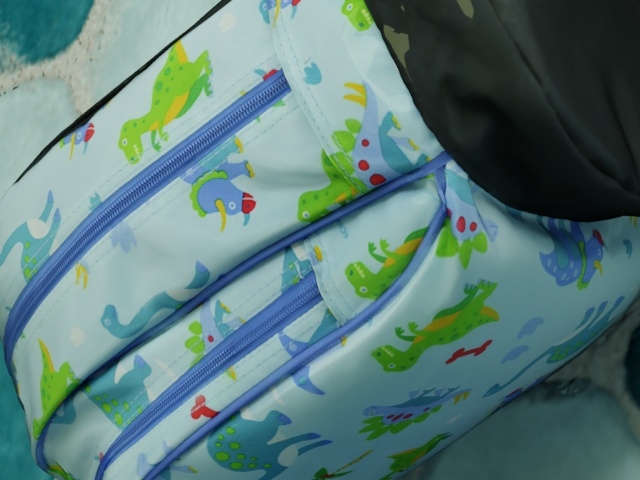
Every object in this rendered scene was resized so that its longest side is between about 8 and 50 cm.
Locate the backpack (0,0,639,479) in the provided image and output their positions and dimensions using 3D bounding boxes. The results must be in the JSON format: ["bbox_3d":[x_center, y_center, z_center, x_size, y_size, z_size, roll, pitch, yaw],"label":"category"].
[{"bbox_3d":[0.000,0.000,0.843,0.355,0.290,0.273,-18,81,28],"label":"backpack"}]
